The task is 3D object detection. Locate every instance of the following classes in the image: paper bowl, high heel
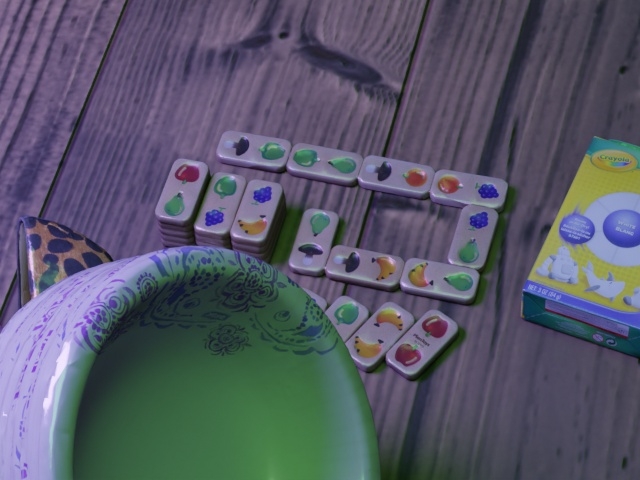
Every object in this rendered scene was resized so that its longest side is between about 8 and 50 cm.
[{"bbox_3d":[-0.105,0.152,1.272,0.148,0.284,0.284,-13,43,43],"label":"paper bowl"},{"bbox_3d":[-0.220,0.110,1.356,0.261,0.093,0.186,-39,96,-35],"label":"high heel"}]

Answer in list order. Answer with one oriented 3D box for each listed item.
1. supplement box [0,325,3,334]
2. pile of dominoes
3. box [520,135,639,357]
[{"bbox_3d":[-0.317,0.114,1.415,0.104,0.081,0.188,37,64,27],"label":"supplement box"},{"bbox_3d":[0.000,0.000,1.501,0.251,0.040,0.196,10,55,12],"label":"pile of dominoes"},{"bbox_3d":[0.229,-0.005,1.487,0.105,0.043,0.179,18,56,16],"label":"box"}]
